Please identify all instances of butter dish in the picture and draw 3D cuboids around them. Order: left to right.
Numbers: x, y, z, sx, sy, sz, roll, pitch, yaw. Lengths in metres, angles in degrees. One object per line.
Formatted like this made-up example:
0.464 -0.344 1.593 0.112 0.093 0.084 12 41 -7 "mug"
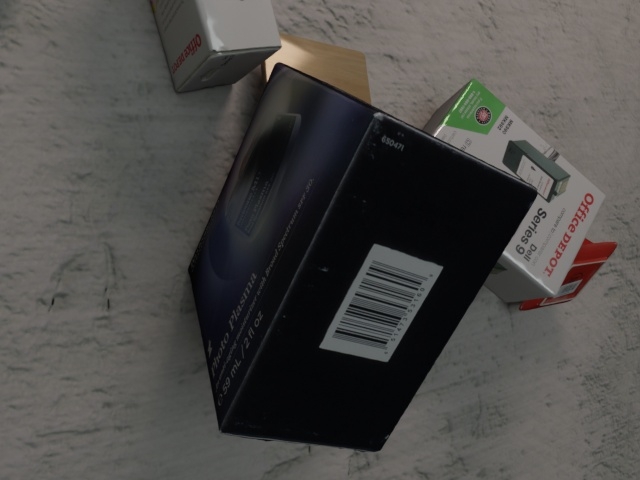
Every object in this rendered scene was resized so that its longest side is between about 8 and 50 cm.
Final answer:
0.424 0.038 0.921 0.160 0.118 0.159 -5 133 -29 "butter dish"

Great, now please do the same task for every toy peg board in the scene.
-0.016 -0.190 0.709 0.161 0.079 0.160 2 74 -28 "toy peg board"

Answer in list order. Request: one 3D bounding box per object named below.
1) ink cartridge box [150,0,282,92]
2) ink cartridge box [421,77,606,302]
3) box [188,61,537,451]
-0.139 -0.300 0.585 0.093 0.154 0.212 -17 97 -29 "ink cartridge box"
0.269 -0.071 0.788 0.289 0.121 0.211 38 71 -6 "ink cartridge box"
0.000 0.000 0.533 0.183 0.294 0.296 19 107 -26 "box"
